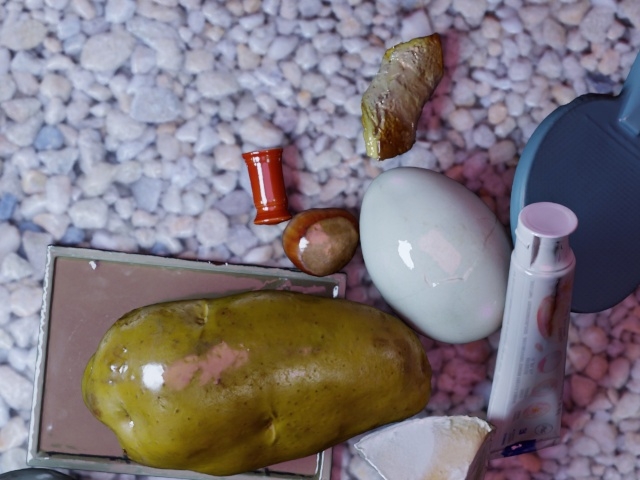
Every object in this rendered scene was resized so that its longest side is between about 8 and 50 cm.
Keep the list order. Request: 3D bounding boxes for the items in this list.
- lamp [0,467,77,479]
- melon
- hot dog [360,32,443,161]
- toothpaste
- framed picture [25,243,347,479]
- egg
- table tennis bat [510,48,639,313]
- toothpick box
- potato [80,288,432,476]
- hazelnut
[{"bbox_3d":[-0.299,0.395,1.596,0.182,0.182,0.314,-4,93,-3],"label":"lamp"},{"bbox_3d":[0.138,0.246,1.624,0.139,0.093,0.202,-44,129,8],"label":"melon"},{"bbox_3d":[0.082,-0.154,1.677,0.078,0.061,0.169,42,64,-32],"label":"hot dog"},{"bbox_3d":[0.224,0.108,1.602,0.100,0.066,0.323,-11,128,-16],"label":"toothpaste"},{"bbox_3d":[-0.146,0.141,1.682,0.335,0.022,0.247,5,89,-3],"label":"framed picture"},{"bbox_3d":[0.124,0.014,1.631,0.151,0.151,0.209,-37,97,-3],"label":"egg"},{"bbox_3d":[0.312,-0.076,1.661,0.215,0.044,0.329,34,72,-28],"label":"table tennis bat"},{"bbox_3d":[-0.058,-0.058,1.678,0.047,0.047,0.083,-9,91,-3],"label":"toothpick box"},{"bbox_3d":[-0.063,0.148,1.592,0.369,0.176,0.195,-5,91,-8],"label":"potato"},{"bbox_3d":[0.000,0.000,1.663,0.086,0.086,0.086,0,89,-3],"label":"hazelnut"}]
